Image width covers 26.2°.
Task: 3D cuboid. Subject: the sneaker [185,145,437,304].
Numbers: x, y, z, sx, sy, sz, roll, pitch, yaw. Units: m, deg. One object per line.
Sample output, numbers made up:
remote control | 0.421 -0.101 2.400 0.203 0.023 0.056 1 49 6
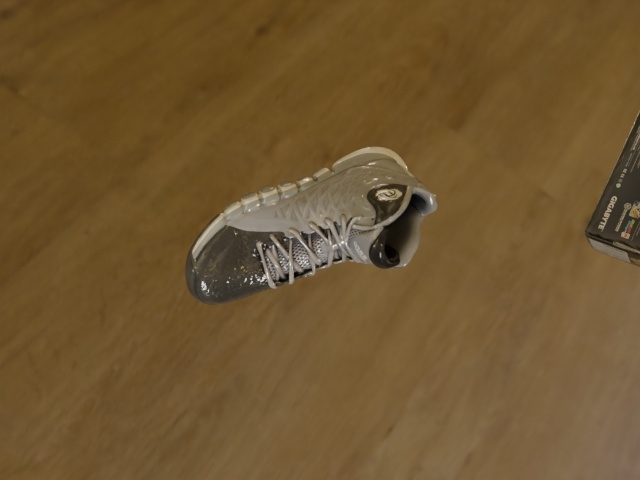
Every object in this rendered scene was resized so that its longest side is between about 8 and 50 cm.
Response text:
sneaker | 0.000 0.000 1.183 0.228 0.086 0.132 -31 34 -13

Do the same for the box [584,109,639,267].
box | 0.394 -0.067 1.401 0.175 0.220 0.051 22 -9 27
